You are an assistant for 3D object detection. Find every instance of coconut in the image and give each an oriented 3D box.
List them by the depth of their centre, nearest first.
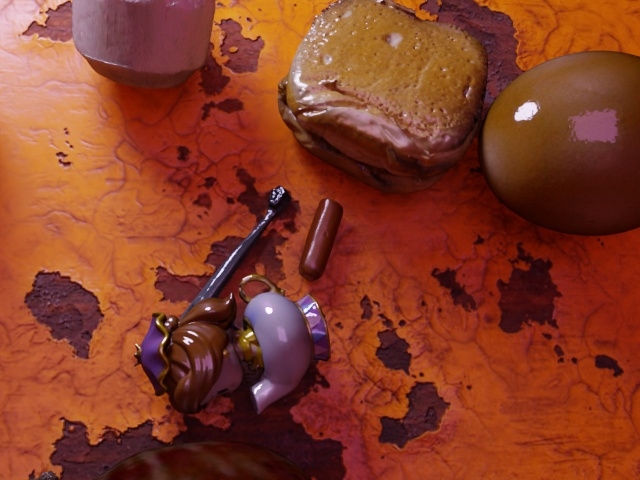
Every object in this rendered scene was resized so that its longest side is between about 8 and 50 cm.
[{"bbox_3d":[-0.255,-0.347,1.281,0.224,0.224,0.234,14,110,-7],"label":"coconut"}]

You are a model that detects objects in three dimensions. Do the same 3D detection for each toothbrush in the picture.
[{"bbox_3d":[-0.134,0.036,1.307,0.030,0.031,0.297,27,70,23],"label":"toothbrush"}]

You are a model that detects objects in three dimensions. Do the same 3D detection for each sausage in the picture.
[{"bbox_3d":[0.000,0.000,1.338,0.039,0.041,0.131,26,69,-26],"label":"sausage"}]

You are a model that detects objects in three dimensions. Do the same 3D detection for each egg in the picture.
[{"bbox_3d":[0.410,-0.146,1.336,0.351,0.282,0.283,-8,75,-16],"label":"egg"}]

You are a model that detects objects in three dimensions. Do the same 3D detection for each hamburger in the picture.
[{"bbox_3d":[0.102,-0.228,1.357,0.304,0.174,0.284,29,68,-1],"label":"hamburger"}]

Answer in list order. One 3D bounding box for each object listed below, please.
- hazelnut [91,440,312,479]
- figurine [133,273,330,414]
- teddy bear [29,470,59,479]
[{"bbox_3d":[-0.151,0.448,1.013,0.429,0.402,0.402,-21,78,-15],"label":"hazelnut"},{"bbox_3d":[-0.125,0.152,1.213,0.263,0.142,0.190,-13,78,-17],"label":"figurine"},{"bbox_3d":[-0.401,0.350,1.138,0.160,0.078,0.120,-17,99,1],"label":"teddy bear"}]
